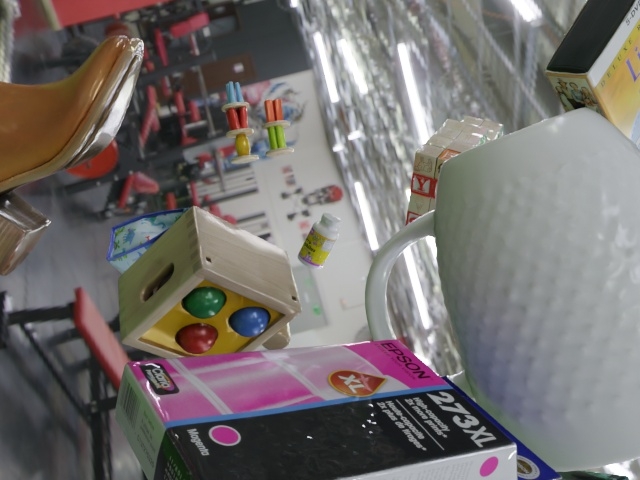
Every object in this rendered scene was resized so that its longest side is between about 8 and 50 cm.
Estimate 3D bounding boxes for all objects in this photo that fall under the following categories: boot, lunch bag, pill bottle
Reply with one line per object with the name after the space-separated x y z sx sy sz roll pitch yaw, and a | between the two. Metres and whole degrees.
-0.324 -0.132 0.795 0.220 0.283 0.109 37 14 -4 | boot
-0.238 0.021 1.286 0.096 0.151 0.129 -98 162 -46 | lunch bag
0.000 0.000 1.258 0.083 0.043 0.043 -63 -162 17 | pill bottle

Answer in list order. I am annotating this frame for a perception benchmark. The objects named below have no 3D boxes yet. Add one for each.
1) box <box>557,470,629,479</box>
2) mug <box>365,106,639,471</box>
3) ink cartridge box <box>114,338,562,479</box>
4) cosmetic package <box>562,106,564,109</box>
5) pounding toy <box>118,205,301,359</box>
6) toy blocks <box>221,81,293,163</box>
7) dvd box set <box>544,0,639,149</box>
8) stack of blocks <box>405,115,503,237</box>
0.227 0.399 1.048 0.058 0.322 0.232 -29 117 -65 | box
0.224 0.054 0.904 0.276 0.374 0.328 -20 90 -66 | mug
0.031 0.160 0.697 0.176 0.371 0.069 40 -60 49 | ink cartridge box
0.622 -0.410 1.567 0.155 0.197 0.365 30 -63 55 | cosmetic package
-0.102 0.089 0.842 0.206 0.181 0.094 28 33 -38 | pounding toy
-0.118 -0.224 1.491 0.054 0.123 0.148 -2 82 -76 | toy blocks
0.451 -0.185 1.019 0.062 0.307 0.420 19 -20 47 | dvd box set
0.275 -0.149 1.623 0.297 0.087 0.171 -45 147 -48 | stack of blocks
